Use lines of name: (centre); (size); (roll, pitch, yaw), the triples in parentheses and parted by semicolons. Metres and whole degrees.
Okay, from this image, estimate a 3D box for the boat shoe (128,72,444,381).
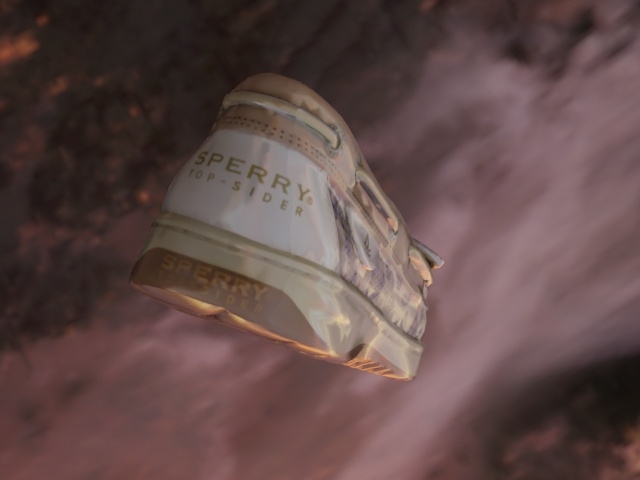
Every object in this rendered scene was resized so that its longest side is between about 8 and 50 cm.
boat shoe: (0.000, 0.000, 0.801); (0.285, 0.104, 0.089); (36, 72, -83)
